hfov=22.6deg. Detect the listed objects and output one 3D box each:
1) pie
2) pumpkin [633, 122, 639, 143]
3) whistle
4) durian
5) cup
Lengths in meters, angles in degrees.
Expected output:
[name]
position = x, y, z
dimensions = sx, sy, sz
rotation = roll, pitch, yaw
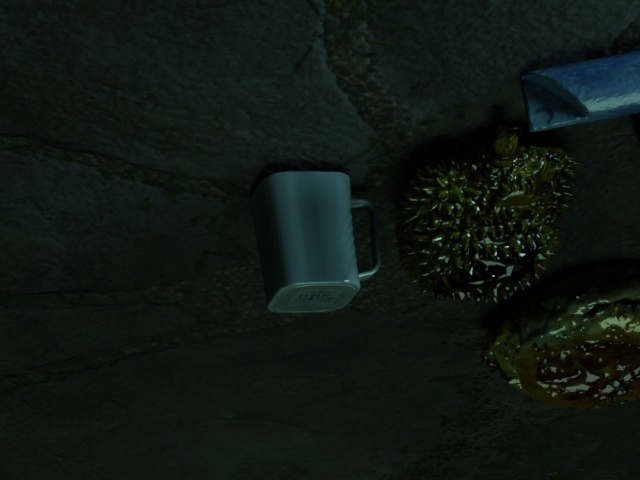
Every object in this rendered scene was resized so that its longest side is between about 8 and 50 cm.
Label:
[pie]
position = 0.347, 0.122, 1.971
dimensions = 0.308, 0.085, 0.308
rotation = -4, 151, -2
[pumpkin]
position = 0.406, -0.093, 1.593
dimensions = 0.163, 0.111, 0.278
rotation = -28, 152, 9
[whistle]
position = 0.339, -0.156, 1.484
dimensions = 0.304, 0.062, 0.062
rotation = -10, 151, 8
[durian]
position = 0.173, -0.017, 1.624
dimensions = 0.193, 0.138, 0.237
rotation = -4, 151, -5
[cup]
position = 0.000, 0.000, 1.633
dimensions = 0.128, 0.129, 0.095
rotation = 0, 158, -19
